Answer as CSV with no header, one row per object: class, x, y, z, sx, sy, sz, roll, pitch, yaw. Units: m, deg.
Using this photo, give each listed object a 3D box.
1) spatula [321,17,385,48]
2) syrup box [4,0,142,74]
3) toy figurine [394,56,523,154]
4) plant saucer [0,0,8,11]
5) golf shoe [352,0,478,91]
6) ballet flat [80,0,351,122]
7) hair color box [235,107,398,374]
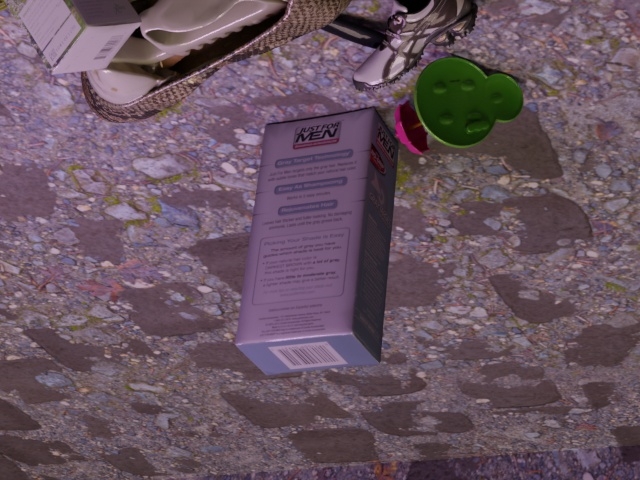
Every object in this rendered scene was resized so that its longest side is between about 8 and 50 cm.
spatula,-0.044,-0.302,2.031,0.296,0.030,0.084,12,151,-10
syrup box,-0.326,-0.321,1.813,0.096,0.237,0.093,-16,158,-50
toy figurine,0.178,-0.180,2.167,0.173,0.130,0.159,-9,173,-24
plant saucer,-0.501,-0.345,2.026,0.188,0.045,0.188,-17,144,36
golf shoe,0.109,-0.276,1.998,0.198,0.077,0.094,-34,115,23
ballet flat,-0.179,-0.266,1.889,0.483,0.164,0.182,-19,179,36
hair color box,0.000,0.000,2.220,0.185,0.374,0.113,-7,149,23
